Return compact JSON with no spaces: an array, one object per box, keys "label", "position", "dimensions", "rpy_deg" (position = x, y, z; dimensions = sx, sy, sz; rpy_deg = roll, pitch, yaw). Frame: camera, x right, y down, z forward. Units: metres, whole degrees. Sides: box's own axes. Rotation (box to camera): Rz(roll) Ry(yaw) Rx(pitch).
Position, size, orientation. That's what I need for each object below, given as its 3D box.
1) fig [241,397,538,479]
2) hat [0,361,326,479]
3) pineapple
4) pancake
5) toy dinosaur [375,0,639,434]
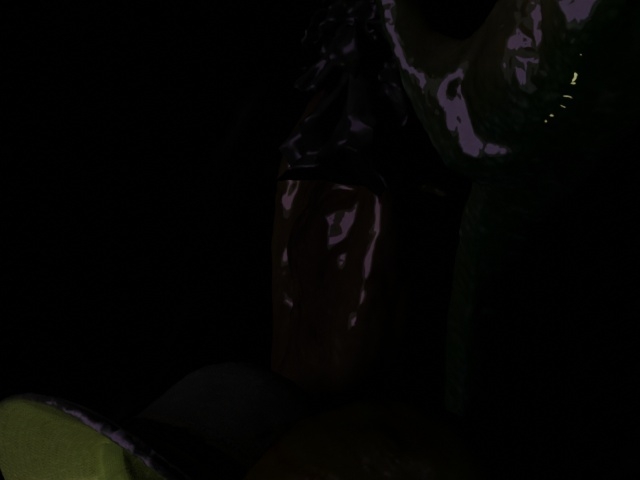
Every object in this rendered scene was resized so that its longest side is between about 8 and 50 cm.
[{"label":"fig","position":[0.048,0.156,0.561],"dimensions":[0.259,0.151,0.151],"rpy_deg":[-145,65,-65]},{"label":"hat","position":[-0.051,0.143,0.827],"dimensions":[0.130,0.257,0.257],"rpy_deg":[-45,-1,-30]},{"label":"pineapple","position":[0.029,-0.147,0.771],"dimensions":[0.128,0.128,0.248],"rpy_deg":[-168,83,-72]},{"label":"pancake","position":[0.000,0.000,0.906],"dimensions":[0.242,0.050,0.241],"rpy_deg":[-171,90,-72]},{"label":"toy dinosaur","position":[0.108,-0.020,0.570],"dimensions":[0.447,0.087,0.300],"rpy_deg":[-25,75,59]}]
